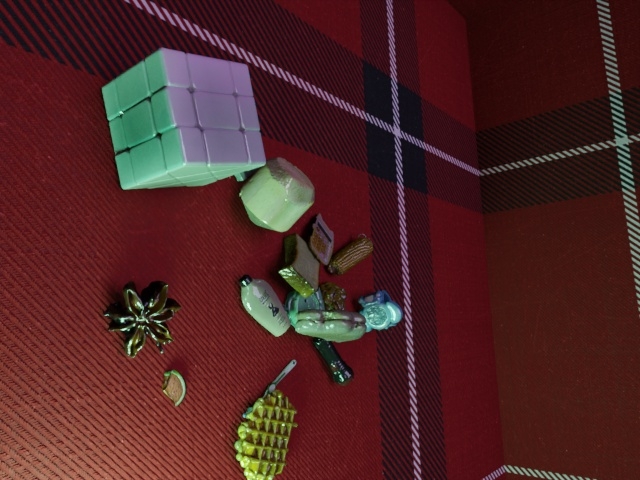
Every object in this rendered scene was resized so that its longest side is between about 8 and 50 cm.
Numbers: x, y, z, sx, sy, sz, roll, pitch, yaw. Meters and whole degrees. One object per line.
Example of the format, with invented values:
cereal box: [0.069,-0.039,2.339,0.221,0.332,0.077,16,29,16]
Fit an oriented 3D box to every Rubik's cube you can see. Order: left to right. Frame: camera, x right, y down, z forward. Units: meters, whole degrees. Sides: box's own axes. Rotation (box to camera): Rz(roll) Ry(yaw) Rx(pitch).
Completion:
Rubik's cube: [-0.397,-0.336,1.452,0.319,0.322,0.316,-13,91,-51]

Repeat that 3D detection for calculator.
calculator: [0.000,0.000,2.032,0.157,0.033,0.236,55,26,-28]

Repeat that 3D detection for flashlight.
flashlight: [0.050,0.478,1.996,0.232,0.093,0.093,59,44,-19]

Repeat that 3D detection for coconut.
coconut: [-0.162,-0.152,1.767,0.239,0.244,0.239,39,16,-14]

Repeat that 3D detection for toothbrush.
toothbrush: [-0.171,0.526,1.767,0.304,0.030,0.030,-40,113,-46]

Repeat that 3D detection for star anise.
star anise: [-0.501,0.207,1.377,0.190,0.126,0.220,13,101,-48]

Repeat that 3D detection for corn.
corn: [0.135,0.066,2.169,0.293,0.106,0.106,-34,109,-47]

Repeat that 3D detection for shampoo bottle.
shampoo bottle: [-0.203,0.224,1.753,0.127,0.078,0.257,-50,117,-31]

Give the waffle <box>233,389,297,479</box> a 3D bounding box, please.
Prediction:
waffle: [-0.175,0.674,1.689,0.301,0.058,0.281,-59,133,-38]

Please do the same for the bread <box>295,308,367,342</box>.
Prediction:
bread: [0.065,0.316,1.876,0.337,0.183,0.102,20,60,-47]

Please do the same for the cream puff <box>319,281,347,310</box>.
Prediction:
cream puff: [0.054,0.239,2.030,0.146,0.116,0.146,8,79,-46]

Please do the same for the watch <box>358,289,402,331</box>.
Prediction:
watch: [0.272,0.311,2.243,0.193,0.211,0.211,-19,98,-71]

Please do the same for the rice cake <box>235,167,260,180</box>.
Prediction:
rice cake: [-0.290,-0.330,1.796,0.189,0.037,0.198,-42,114,-45]

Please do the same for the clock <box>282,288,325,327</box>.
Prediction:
clock: [-0.072,0.267,1.912,0.211,0.066,0.159,-21,98,-49]

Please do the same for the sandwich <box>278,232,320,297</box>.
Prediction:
sandwich: [-0.075,0.094,1.886,0.186,0.065,0.215,48,26,-33]

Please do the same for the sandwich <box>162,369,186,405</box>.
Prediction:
sandwich: [-0.437,0.435,1.475,0.069,0.026,0.101,-47,115,-39]
